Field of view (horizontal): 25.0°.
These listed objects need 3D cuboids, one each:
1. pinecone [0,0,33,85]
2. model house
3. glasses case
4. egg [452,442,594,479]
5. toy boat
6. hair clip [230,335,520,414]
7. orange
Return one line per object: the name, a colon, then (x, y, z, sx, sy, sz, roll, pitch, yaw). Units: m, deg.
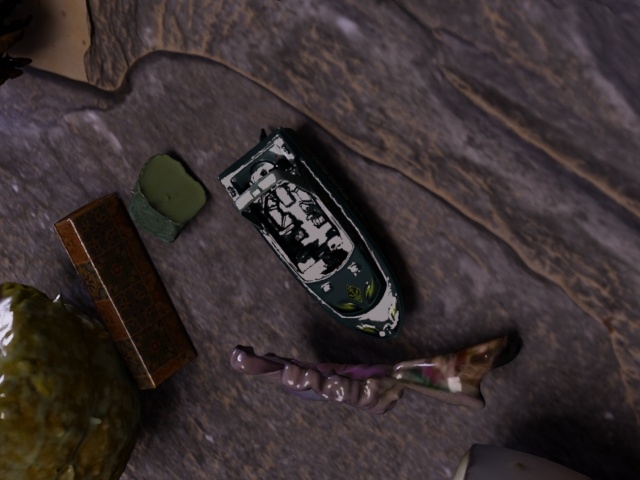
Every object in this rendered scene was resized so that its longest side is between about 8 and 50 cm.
pinecone: (-0.430, -0.251, 1.561, 0.224, 0.224, 0.272, -3, 102, 42)
model house: (-0.174, -0.043, 1.585, 0.079, 0.066, 0.083, 41, 154, -2)
glasses case: (-0.227, 0.060, 1.672, 0.049, 0.075, 0.218, -13, 106, 47)
egg: (0.232, 0.398, 1.312, 0.340, 0.354, 0.354, 21, 130, 5)
toy boat: (0.000, 0.000, 1.427, 0.093, 0.103, 0.246, -36, 95, 23)
hair clip: (0.054, 0.137, 1.442, 0.300, 0.173, 0.069, -5, 72, 33)
orange: (-0.321, 0.204, 1.723, 0.368, 0.210, 0.271, 112, 157, -66)
